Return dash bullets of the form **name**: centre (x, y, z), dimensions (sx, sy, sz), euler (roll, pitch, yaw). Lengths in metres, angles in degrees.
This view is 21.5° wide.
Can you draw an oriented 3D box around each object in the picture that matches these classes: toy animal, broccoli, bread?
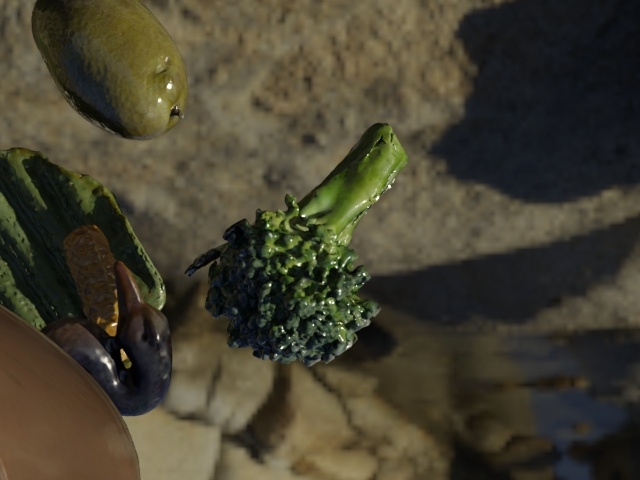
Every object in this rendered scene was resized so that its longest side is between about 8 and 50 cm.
- **toy animal**: centre (-0.264, 0.110, 1.372), dimensions (0.298, 0.122, 0.185), euler (-34, 106, 13)
- **broccoli**: centre (-0.011, 0.013, 1.709), dimensions (0.177, 0.275, 0.198), euler (39, 132, -5)
- **bread**: centre (-0.236, 0.057, 1.815), dimensions (0.044, 0.157, 0.052), euler (-28, 166, 36)

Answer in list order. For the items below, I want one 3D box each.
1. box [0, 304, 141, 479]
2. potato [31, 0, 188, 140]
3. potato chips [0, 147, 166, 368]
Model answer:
- **box**: centre (-0.279, 0.161, 1.036), dimensions (0.301, 0.300, 0.216), euler (-2, 173, 7)
- **potato**: centre (-0.253, -0.217, 2.067), dimensions (0.159, 0.251, 0.174), euler (-52, 158, 9)
- **potato chips**: centre (-0.402, 0.053, 2.170), dimensions (0.358, 0.429, 0.070), euler (-40, 168, 5)
